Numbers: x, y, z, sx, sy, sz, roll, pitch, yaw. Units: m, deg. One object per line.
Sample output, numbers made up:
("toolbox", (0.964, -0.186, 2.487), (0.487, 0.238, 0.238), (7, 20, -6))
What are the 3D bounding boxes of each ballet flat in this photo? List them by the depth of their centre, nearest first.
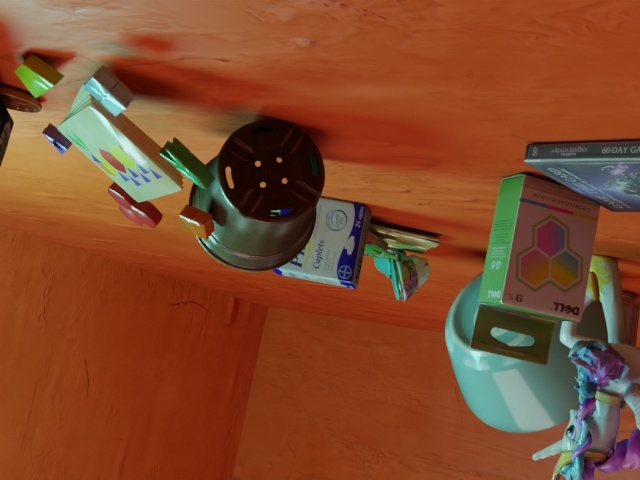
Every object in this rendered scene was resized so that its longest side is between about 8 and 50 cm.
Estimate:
("ballet flat", (0.153, 0.050, 1.801), (0.079, 0.077, 0.221), (-6, -166, -6))

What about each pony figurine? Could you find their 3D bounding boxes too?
("pony figurine", (0.498, 0.207, 1.452), (0.350, 0.364, 0.302), (6, 169, 32))

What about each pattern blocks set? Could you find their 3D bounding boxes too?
("pattern blocks set", (-0.231, -0.105, 1.148), (0.285, 0.026, 0.324), (47, 159, -26))

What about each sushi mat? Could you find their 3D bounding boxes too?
("sushi mat", (0.042, -0.024, 1.719), (0.316, 0.019, 0.151), (13, 173, -6))

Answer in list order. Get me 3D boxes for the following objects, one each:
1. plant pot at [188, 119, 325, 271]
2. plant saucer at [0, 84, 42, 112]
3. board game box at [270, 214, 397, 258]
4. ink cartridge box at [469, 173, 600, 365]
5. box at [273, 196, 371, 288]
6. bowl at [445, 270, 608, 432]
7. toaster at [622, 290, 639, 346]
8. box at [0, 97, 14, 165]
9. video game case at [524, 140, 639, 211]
("plant pot", (-0.070, -0.061, 1.207), (0.166, 0.167, 0.165), (13, 163, -8))
("plant saucer", (-0.400, -0.184, 1.286), (0.083, 0.013, 0.083), (11, 172, 2))
("board game box", (-0.004, -0.008, 1.706), (0.259, 0.039, 0.124), (11, 173, 24))
("ink cartridge box", (0.254, 0.037, 1.180), (0.108, 0.209, 0.062), (14, 174, -17))
("box", (0.000, 0.000, 1.572), (0.137, 0.126, 0.072), (10, 173, 11))
("bowl", (0.341, 0.156, 1.727), (0.311, 0.312, 0.163), (3, 148, 45))
("toaster", (0.507, 0.161, 1.880), (0.226, 0.147, 0.129), (14, 172, -11))
("box", (-0.584, -0.190, 1.184), (0.394, 0.097, 0.318), (16, 170, -8))
("video game case", (0.373, -0.061, 1.005), (0.274, 0.026, 0.196), (5, 169, 45))
